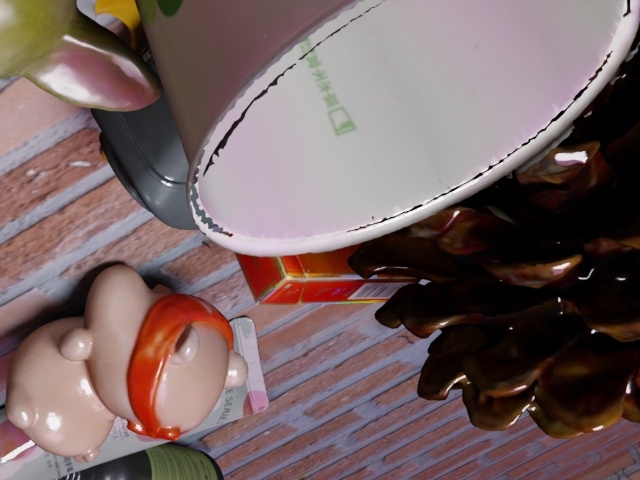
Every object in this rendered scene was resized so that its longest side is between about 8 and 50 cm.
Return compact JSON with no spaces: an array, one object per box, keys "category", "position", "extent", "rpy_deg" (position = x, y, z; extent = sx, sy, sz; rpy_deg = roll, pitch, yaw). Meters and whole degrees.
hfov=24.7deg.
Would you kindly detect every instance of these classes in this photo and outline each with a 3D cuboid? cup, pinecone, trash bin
[{"category":"cup","position":[0.001,-0.165,0.774],"extent":[0.253,0.274,0.253],"rpy_deg":[-21,157,-10]},{"category":"pinecone","position":[0.212,-0.029,1.166],"extent":[0.397,0.398,0.398],"rpy_deg":[-20,155,-10]},{"category":"trash bin","position":[-0.045,-0.111,1.022],"extent":[0.176,0.101,0.236],"rpy_deg":[-3,145,-51]}]

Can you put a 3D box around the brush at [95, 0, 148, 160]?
[{"category":"brush","position":[-0.122,-0.132,1.034],"extent":[0.103,0.013,0.272],"rpy_deg":[-13,154,-23]}]

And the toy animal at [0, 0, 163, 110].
[{"category":"toy animal","position":[-0.212,-0.140,0.736],"extent":[0.180,0.181,0.363],"rpy_deg":[-34,153,-4]}]

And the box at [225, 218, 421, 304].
[{"category":"box","position":[-0.001,0.001,1.289],"extent":[0.175,0.112,0.048],"rpy_deg":[3,145,-44]}]

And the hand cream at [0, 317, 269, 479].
[{"category":"hand cream","position":[-0.216,0.181,1.483],"extent":[0.340,0.078,0.124],"rpy_deg":[-18,122,-14]}]

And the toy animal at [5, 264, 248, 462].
[{"category":"toy animal","position":[-0.174,0.112,1.312],"extent":[0.197,0.171,0.171],"rpy_deg":[-20,156,8]}]

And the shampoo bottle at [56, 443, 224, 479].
[{"category":"shampoo bottle","position":[-0.218,0.270,1.635],"extent":[0.101,0.101,0.284],"rpy_deg":[-33,154,17]}]
